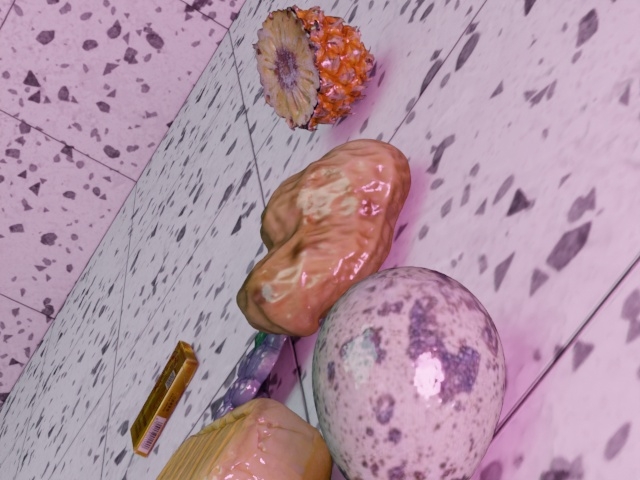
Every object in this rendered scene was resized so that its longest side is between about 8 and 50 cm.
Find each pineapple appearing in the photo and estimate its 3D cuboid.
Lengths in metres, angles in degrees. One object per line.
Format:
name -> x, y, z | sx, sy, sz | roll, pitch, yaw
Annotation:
pineapple -> 0.013, -0.232, 1.231 | 0.176, 0.136, 0.162 | -13, 92, 60

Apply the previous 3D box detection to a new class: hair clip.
hair clip -> -0.056, 0.133, 1.026 | 0.124, 0.052, 0.195 | -44, 18, 44

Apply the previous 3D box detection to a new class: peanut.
peanut -> 0.000, 0.000, 0.954 | 0.196, 0.110, 0.233 | -24, 42, 49

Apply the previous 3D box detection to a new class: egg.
egg -> 0.059, 0.100, 0.639 | 0.132, 0.132, 0.172 | -34, 45, 53

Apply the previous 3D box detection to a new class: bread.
bread -> -0.080, 0.229, 0.833 | 0.236, 0.106, 0.140 | -38, 16, 53

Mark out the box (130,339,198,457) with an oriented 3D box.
box -> -0.225, 0.225, 1.345 | 0.156, 0.022, 0.089 | -61, 21, 1
